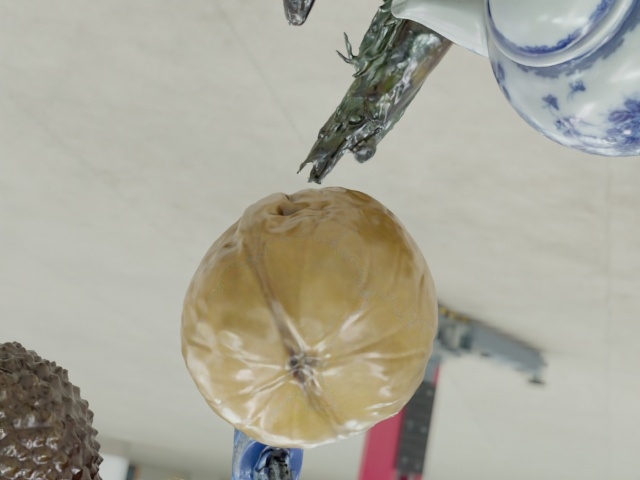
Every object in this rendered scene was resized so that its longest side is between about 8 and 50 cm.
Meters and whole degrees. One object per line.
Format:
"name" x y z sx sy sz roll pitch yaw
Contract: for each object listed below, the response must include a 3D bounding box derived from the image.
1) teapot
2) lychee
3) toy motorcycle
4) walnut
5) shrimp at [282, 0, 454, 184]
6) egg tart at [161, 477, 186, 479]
"teapot" 0.246 -0.206 1.290 0.424 0.252 0.280 2 168 46
"lychee" -0.371 0.237 1.701 0.268 0.267 0.267 10 167 2
"toy motorcycle" -0.043 0.155 1.315 0.076 0.205 0.114 6 155 -14
"walnut" -0.010 0.054 1.136 0.195 0.195 0.221 11 -153 -4
"shrimp" 0.057 -0.280 1.767 0.272 0.445 0.085 22 -177 -26
"egg tart" -0.210 0.387 1.751 0.290 0.115 0.290 -13 -162 4
